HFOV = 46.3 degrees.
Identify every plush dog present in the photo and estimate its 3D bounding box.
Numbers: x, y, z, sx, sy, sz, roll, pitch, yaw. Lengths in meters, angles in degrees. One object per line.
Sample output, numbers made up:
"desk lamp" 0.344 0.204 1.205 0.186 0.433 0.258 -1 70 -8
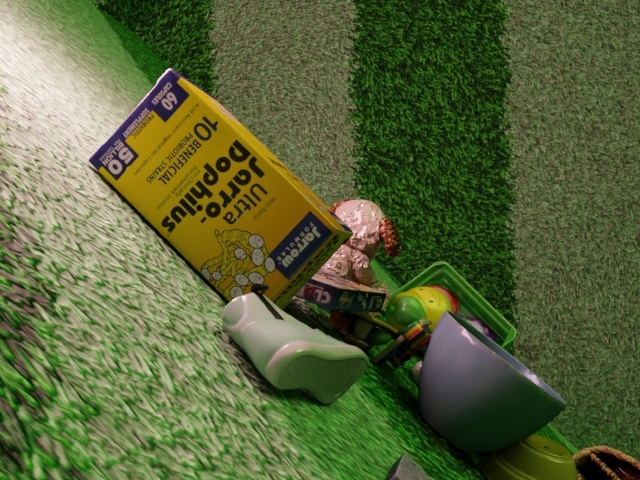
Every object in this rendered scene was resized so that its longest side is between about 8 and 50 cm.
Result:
"plush dog" 0.055 0.011 1.652 0.262 0.225 0.210 34 1 37

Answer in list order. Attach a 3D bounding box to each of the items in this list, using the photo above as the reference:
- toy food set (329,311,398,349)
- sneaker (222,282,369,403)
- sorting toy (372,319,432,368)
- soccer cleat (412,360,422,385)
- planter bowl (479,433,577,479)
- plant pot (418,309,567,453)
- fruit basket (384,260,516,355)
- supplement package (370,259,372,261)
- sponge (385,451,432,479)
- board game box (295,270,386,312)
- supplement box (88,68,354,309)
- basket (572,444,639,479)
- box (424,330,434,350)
"toy food set" 0.076 0.184 1.545 0.128 0.071 0.218 19 -8 27
"sneaker" -0.032 0.136 1.022 0.151 0.094 0.256 43 4 30
"sorting toy" 0.187 0.227 1.601 0.046 0.132 0.274 52 8 13
"soccer cleat" 0.280 0.349 1.678 0.196 0.068 0.076 48 10 17
"planter bowl" 0.433 0.444 1.480 0.217 0.090 0.217 17 7 -2
"plant pot" 0.307 0.303 1.483 0.290 0.195 0.290 37 5 -4
"fruit basket" 0.339 0.221 2.133 0.392 0.283 0.392 54 -7 10
"supplement package" 0.000 0.000 1.917 0.244 0.139 0.134 45 8 15
"sponge" 0.169 0.373 0.967 0.210 0.031 0.117 44 6 11
"board game box" 0.006 0.089 1.407 0.165 0.042 0.243 19 2 26
"supplement box" -0.148 -0.066 1.185 0.356 0.194 0.195 44 6 8
"basket" 0.764 0.661 1.901 0.223 0.213 0.299 38 7 -41
"box" 0.366 0.377 1.729 0.322 0.058 0.232 47 -13 41
